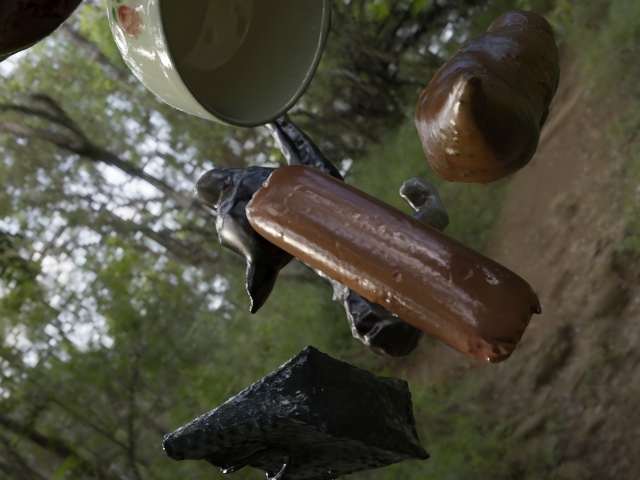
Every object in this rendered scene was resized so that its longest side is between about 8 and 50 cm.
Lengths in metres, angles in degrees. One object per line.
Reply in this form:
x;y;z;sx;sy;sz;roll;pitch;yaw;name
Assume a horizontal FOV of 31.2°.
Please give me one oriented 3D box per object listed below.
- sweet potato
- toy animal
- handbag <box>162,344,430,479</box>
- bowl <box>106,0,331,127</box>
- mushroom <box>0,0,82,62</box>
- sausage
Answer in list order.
0.126;-0.105;0.866;0.354;0.095;0.106;-48;-28;-66;sweet potato
0.000;0.000;1.433;0.303;0.344;0.194;-68;4;-59;toy animal
-0.013;0.190;1.125;0.175;0.089;0.270;-29;-32;25;handbag
-0.123;-0.257;1.203;0.277;0.145;0.277;-13;-74;-55;bowl
-0.417;-0.317;1.255;0.345;0.260;0.345;-38;-8;-7;mushroom
0.060;0.015;1.018;0.086;0.289;0.086;-40;-34;-35;sausage
